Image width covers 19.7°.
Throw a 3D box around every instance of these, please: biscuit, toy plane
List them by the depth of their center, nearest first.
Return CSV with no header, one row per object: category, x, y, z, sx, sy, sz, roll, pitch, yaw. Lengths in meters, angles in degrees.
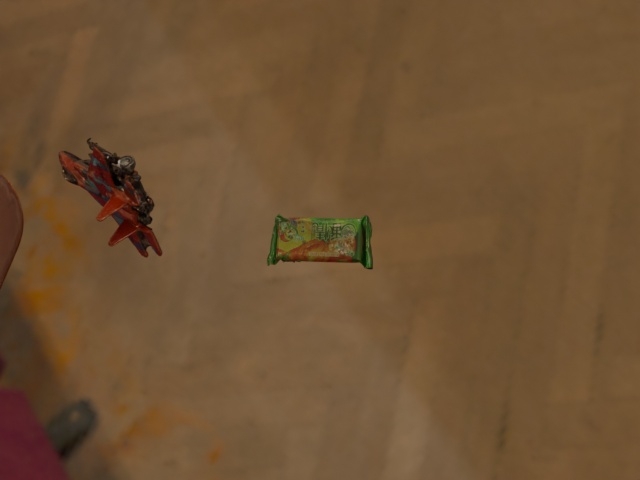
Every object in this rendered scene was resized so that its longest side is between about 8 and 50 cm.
biscuit,0.000,0.000,1.550,0.089,0.016,0.046,1,79,5
toy plane,-0.204,-0.054,1.762,0.061,0.130,0.189,-29,36,-10

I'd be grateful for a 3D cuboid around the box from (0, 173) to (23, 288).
box,-0.440,0.021,1.416,0.229,0.339,0.239,-27,41,63
